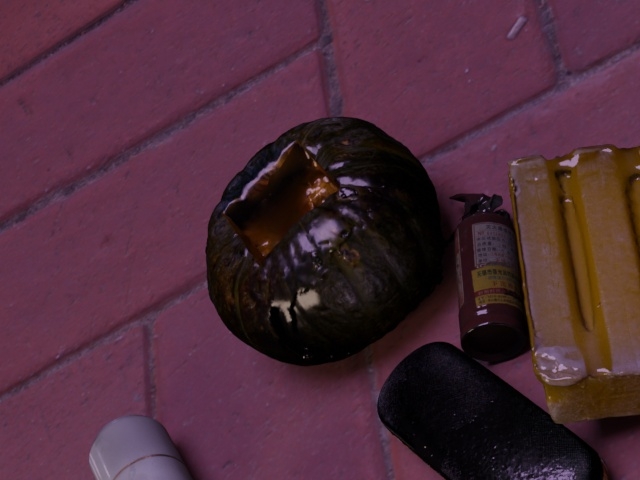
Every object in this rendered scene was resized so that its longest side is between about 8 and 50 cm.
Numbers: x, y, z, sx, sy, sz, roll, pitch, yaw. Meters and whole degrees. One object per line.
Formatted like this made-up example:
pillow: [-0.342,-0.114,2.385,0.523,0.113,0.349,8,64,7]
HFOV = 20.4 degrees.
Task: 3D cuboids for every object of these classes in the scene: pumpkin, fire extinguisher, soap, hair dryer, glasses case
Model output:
pumpkin: [0.000,0.000,2.152,0.320,0.192,0.320,-24,46,27]
fire extinguisher: [0.178,0.025,2.067,0.106,0.075,0.252,-24,45,25]
soap: [0.310,0.038,1.885,0.199,0.091,0.315,-9,50,6]
hair dryer: [-0.295,0.388,2.177,0.357,0.107,0.173,-48,37,8]
glasses case: [0.178,0.214,1.905,0.122,0.082,0.321,-47,40,-6]
